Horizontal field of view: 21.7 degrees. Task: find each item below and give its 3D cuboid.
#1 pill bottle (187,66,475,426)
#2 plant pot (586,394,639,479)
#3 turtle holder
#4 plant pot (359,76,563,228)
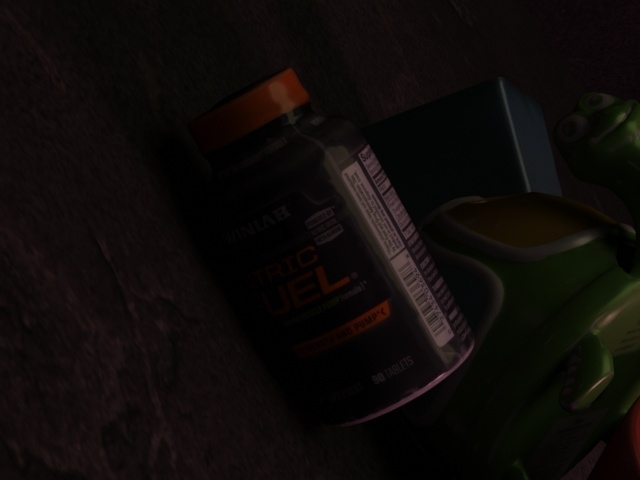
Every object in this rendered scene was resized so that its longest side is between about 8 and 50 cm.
[{"bbox_3d":[0.000,0.000,1.206,0.245,0.130,0.130,60,17,-7],"label":"pill bottle"},{"bbox_3d":[0.291,0.291,1.322,0.275,0.243,0.275,24,33,-17],"label":"plant pot"},{"bbox_3d":[0.170,0.059,1.362,0.227,0.243,0.320,43,-32,28],"label":"turtle holder"},{"bbox_3d":[0.155,-0.012,1.653,0.165,0.166,0.234,16,57,-68],"label":"plant pot"}]
